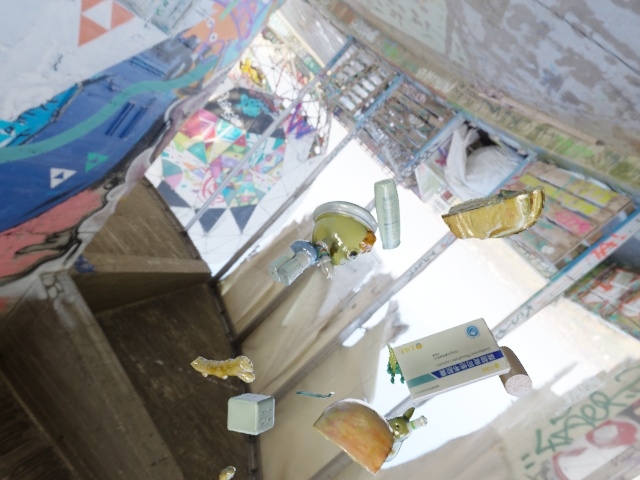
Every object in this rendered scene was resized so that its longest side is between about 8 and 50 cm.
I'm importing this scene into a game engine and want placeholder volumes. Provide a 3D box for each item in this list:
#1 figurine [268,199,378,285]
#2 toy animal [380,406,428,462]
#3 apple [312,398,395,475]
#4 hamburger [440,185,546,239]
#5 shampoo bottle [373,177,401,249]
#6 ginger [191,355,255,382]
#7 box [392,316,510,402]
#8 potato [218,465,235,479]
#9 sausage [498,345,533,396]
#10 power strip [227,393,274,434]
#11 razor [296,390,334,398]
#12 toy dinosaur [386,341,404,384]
[{"bbox_3d":[0.020,0.004,1.232,0.382,0.225,0.205,-41,-57,-47],"label":"figurine"},{"bbox_3d":[0.381,0.981,2.089,0.181,0.362,0.181,25,-162,-13],"label":"toy animal"},{"bbox_3d":[0.142,0.834,1.746,0.309,0.252,0.314,40,-154,13],"label":"apple"},{"bbox_3d":[0.480,-0.070,1.103,0.124,0.262,0.130,-33,-79,-39],"label":"hamburger"},{"bbox_3d":[0.195,-0.072,1.171,0.049,0.072,0.212,-130,27,-58],"label":"shampoo bottle"},{"bbox_3d":[-0.410,0.526,1.688,0.065,0.299,0.117,-31,-62,-65],"label":"ginger"},{"bbox_3d":[0.452,0.419,1.423,0.065,0.344,0.200,65,-174,-53],"label":"box"},{"bbox_3d":[-0.344,0.852,1.475,0.045,0.092,0.046,5,-138,-44],"label":"potato"},{"bbox_3d":[0.866,0.588,1.856,0.123,0.123,0.253,43,-163,-10],"label":"sausage"},{"bbox_3d":[-0.339,0.781,1.840,0.140,0.225,0.139,16,-108,-62],"label":"power strip"},{"bbox_3d":[-0.029,0.766,2.007,0.066,0.190,0.033,52,-142,-67],"label":"razor"},{"bbox_3d":[0.399,0.657,2.163,0.259,0.094,0.153,59,-148,-27],"label":"toy dinosaur"}]
